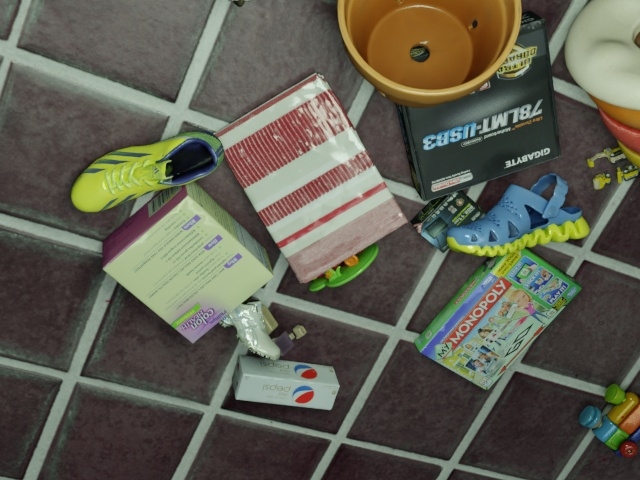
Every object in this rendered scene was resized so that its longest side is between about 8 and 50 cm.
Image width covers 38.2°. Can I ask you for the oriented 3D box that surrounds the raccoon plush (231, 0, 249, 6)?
[{"bbox_3d":[-0.119,-0.591,1.409,0.299,0.216,0.446,5,117,-24],"label":"raccoon plush"}]

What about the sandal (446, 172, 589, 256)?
[{"bbox_3d":[0.388,-0.049,1.848,0.317,0.126,0.138,-14,102,-24],"label":"sandal"}]

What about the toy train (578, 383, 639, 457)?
[{"bbox_3d":[0.740,0.385,2.194,0.143,0.105,0.248,33,107,-12],"label":"toy train"}]

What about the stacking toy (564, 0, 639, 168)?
[{"bbox_3d":[0.663,-0.232,1.756,0.351,0.350,0.480,-24,136,1],"label":"stacking toy"}]

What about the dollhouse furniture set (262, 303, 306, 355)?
[{"bbox_3d":[-0.106,0.178,1.931,0.081,0.091,0.114,-23,103,47],"label":"dollhouse furniture set"}]

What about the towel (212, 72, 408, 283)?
[{"bbox_3d":[-0.018,-0.114,1.719,0.237,0.037,0.329,-30,98,5],"label":"towel"}]

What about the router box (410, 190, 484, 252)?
[{"bbox_3d":[0.256,-0.046,1.875,0.092,0.038,0.122,37,105,-28],"label":"router box"}]

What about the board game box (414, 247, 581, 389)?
[{"bbox_3d":[0.386,0.162,2.015,0.214,0.046,0.317,31,107,-26],"label":"board game box"}]

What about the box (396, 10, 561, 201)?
[{"bbox_3d":[0.296,-0.251,1.757,0.296,0.073,0.293,-17,119,-3],"label":"box"}]

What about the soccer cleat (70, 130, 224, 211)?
[{"bbox_3d":[-0.311,-0.123,1.648,0.289,0.121,0.093,-21,110,-3],"label":"soccer cleat"}]

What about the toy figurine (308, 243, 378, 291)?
[{"bbox_3d":[0.000,0.000,1.819,0.173,0.130,0.159,-28,109,31],"label":"toy figurine"}]

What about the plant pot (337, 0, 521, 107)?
[{"bbox_3d":[0.175,-0.347,1.553,0.291,0.203,0.290,0,79,2],"label":"plant pot"}]

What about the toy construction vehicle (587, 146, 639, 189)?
[{"bbox_3d":[0.601,-0.153,1.905,0.098,0.035,0.086,-23,132,3],"label":"toy construction vehicle"}]

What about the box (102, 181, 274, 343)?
[{"bbox_3d":[-0.251,0.034,1.756,0.213,0.117,0.243,-40,118,10],"label":"box"}]

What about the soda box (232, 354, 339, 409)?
[{"bbox_3d":[-0.074,0.303,1.967,0.216,0.074,0.069,9,115,-17],"label":"soda box"}]

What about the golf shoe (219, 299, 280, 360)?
[{"bbox_3d":[-0.136,0.164,1.850,0.176,0.069,0.086,41,96,2],"label":"golf shoe"}]
